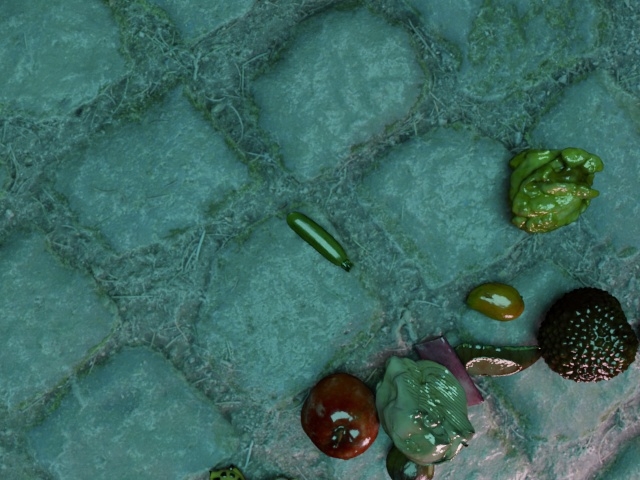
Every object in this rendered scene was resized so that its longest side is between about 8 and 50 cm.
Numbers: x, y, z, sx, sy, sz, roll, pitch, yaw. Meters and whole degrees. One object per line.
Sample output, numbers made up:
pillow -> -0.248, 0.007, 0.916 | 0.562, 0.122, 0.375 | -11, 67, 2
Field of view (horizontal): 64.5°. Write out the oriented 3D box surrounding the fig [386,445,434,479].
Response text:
fig -> 0.290, 0.608, 1.507 | 0.149, 0.149, 0.245 | 22, 79, 0

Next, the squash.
squash -> 0.000, 0.000, 1.522 | 0.252, 0.066, 0.066 | 41, 90, -1

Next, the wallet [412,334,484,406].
wallet -> 0.382, 0.397, 1.517 | 0.119, 0.025, 0.232 | -31, 91, 39

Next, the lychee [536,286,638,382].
lychee -> 0.748, 0.272, 1.442 | 0.267, 0.267, 0.268 | 0, 91, 0

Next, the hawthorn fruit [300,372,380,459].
hawthorn fruit -> 0.058, 0.510, 1.427 | 0.241, 0.271, 0.242 | 0, 91, 6

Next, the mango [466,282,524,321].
mango -> 0.527, 0.179, 1.518 | 0.165, 0.089, 0.115 | 26, 100, 3

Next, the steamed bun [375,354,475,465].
steamed bun -> 0.271, 0.482, 1.421 | 0.268, 0.280, 0.207 | 22, 122, -25

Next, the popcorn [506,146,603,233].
popcorn -> 0.648, -0.137, 1.439 | 0.234, 0.242, 0.250 | 13, 94, -3

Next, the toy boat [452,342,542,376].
toy boat -> 0.544, 0.352, 1.514 | 0.292, 0.099, 0.109 | -4, 118, 0

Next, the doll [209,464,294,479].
doll -> -0.200, 0.753, 1.522 | 0.291, 0.086, 0.117 | 12, 61, -2
